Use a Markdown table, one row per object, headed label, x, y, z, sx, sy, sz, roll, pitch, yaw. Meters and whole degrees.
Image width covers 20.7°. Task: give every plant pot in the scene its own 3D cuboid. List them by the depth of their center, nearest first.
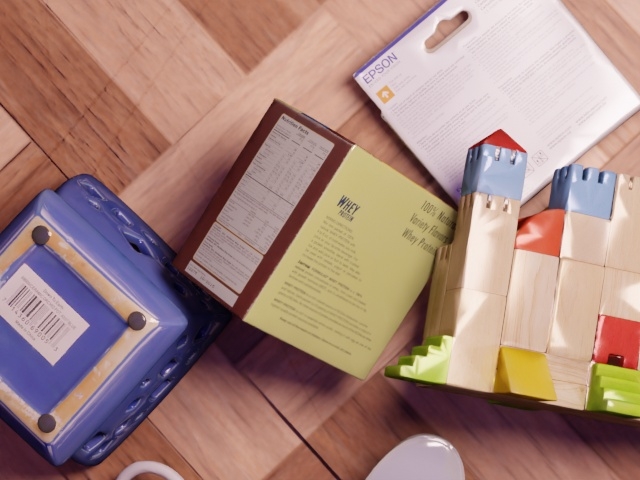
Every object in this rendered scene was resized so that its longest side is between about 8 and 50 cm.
| label | x | y | z | sx | sy | sz | roll | pitch | yaw |
| --- | --- | --- | --- | --- | --- | --- | --- | --- | --- |
| plant pot | -0.260 | 0.085 | 1.805 | 0.236 | 0.212 | 0.236 | 43 | 94 | 5 |

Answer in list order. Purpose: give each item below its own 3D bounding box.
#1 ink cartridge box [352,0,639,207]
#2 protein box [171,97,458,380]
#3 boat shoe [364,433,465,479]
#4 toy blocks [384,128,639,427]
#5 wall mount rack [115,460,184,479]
| label | x | y | z | sx | sy | sz | roll | pitch | yaw |
| --- | --- | --- | --- | --- | --- | --- | --- | --- | --- |
| ink cartridge box | 0.186 | -0.157 | 1.843 | 0.223 | 0.045 | 0.224 | -39 | 84 | 4 |
| protein box | 0.000 | 0.000 | 1.766 | 0.136 | 0.200 | 0.201 | 35 | 94 | 45 |
| boat shoe | 0.070 | 0.339 | 1.818 | 0.113 | 0.105 | 0.306 | 15 | 97 | 2 |
| toy blocks | 0.264 | 0.043 | 1.757 | 0.381 | 0.191 | 0.261 | 12 | 81 | -14 |
| wall mount rack | -0.189 | 0.424 | 1.836 | 0.304 | 0.130 | 0.350 | -28 | 84 | 28 |
